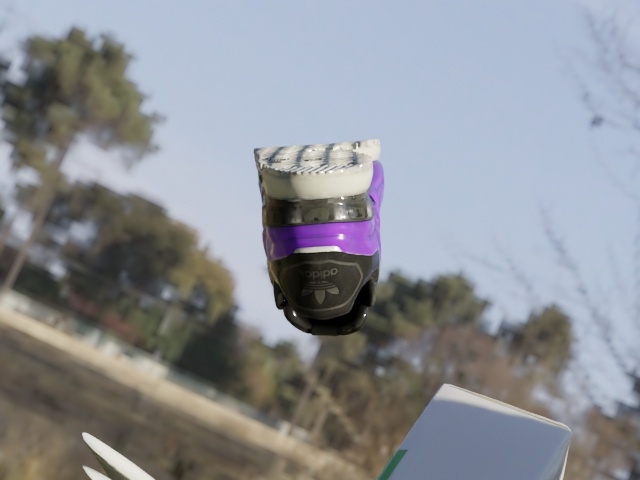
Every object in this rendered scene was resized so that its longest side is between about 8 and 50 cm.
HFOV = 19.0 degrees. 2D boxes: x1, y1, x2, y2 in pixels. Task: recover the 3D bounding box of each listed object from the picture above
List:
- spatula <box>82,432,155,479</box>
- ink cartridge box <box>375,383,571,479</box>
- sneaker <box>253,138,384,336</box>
[{"bbox_3d":[-0.079,0.232,1.369,0.242,0.019,0.168,40,0,-12],"label":"spatula"},{"bbox_3d":[0.100,0.301,1.575,0.121,0.211,0.289,19,-52,19],"label":"ink cartridge box"},{"bbox_3d":[-0.001,0.000,1.489,0.102,0.146,0.293,-4,6,5],"label":"sneaker"}]
